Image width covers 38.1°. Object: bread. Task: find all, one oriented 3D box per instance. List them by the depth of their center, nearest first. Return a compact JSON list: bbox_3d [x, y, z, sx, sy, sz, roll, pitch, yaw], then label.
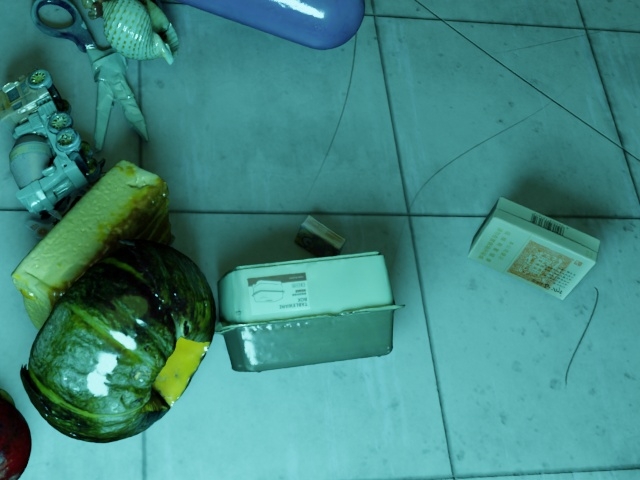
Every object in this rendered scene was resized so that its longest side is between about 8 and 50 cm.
[{"bbox_3d":[-0.355,0.025,1.491,0.114,0.185,0.275,30,59,15],"label":"bread"}]

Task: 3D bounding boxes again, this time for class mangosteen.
[{"bbox_3d":[-0.510,0.286,1.325,0.199,0.200,0.200,6,60,-10],"label":"mangosteen"}]

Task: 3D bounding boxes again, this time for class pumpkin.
[{"bbox_3d":[-0.283,0.151,1.368,0.192,0.320,0.320,32,59,11],"label":"pumpkin"}]

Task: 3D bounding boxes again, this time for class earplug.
[{"bbox_3d":[-0.128,-0.521,1.850,0.455,0.215,0.215,22,58,-3],"label":"earplug"}]

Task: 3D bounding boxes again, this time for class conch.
[{"bbox_3d":[-0.345,-0.397,1.748,0.102,0.153,0.135,-13,42,29],"label":"conch"}]

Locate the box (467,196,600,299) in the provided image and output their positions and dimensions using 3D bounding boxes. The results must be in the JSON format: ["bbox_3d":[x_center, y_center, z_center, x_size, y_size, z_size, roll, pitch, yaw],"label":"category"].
[{"bbox_3d":[0.386,0.016,1.692,0.201,0.141,0.058,24,53,-1],"label":"box"}]

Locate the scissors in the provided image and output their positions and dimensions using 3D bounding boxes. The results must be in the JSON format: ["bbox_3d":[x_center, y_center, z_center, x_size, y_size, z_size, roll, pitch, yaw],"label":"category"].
[{"bbox_3d":[-0.409,-0.329,1.769,0.256,0.029,0.384,-6,62,-16],"label":"scissors"}]

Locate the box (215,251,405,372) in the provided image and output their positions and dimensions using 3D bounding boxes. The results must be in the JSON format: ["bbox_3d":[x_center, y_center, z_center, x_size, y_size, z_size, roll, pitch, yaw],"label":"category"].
[{"bbox_3d":[-0.024,0.117,1.495,0.290,0.220,0.166,-5,84,-15],"label":"box"}]

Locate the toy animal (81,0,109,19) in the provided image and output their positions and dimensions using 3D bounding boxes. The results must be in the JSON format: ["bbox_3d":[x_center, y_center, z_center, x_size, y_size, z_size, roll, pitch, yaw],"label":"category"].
[{"bbox_3d":[-0.431,-0.548,1.843,0.157,0.097,0.312,20,50,-10],"label":"toy animal"}]

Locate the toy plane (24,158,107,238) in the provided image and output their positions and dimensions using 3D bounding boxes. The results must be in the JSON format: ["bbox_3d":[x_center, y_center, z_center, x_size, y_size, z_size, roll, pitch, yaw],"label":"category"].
[{"bbox_3d":[-0.417,-0.065,1.608,0.078,0.053,0.197,32,58,16],"label":"toy plane"}]

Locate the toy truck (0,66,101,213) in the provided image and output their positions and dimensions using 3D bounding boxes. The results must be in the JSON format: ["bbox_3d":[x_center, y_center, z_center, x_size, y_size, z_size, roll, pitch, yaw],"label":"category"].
[{"bbox_3d":[-0.481,-0.169,1.597,0.140,0.108,0.257,-29,60,-5],"label":"toy truck"}]

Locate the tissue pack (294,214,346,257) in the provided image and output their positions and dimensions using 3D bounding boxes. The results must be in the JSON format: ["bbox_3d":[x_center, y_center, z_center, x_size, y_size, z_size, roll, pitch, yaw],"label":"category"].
[{"bbox_3d":[0.000,0.000,1.658,0.083,0.063,0.035,33,55,5],"label":"tissue pack"}]
